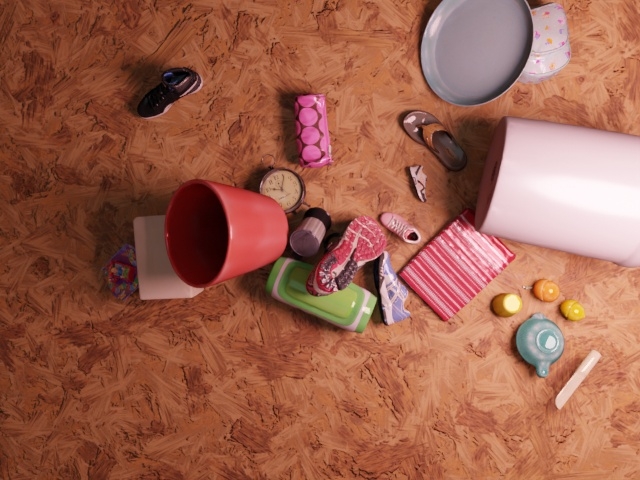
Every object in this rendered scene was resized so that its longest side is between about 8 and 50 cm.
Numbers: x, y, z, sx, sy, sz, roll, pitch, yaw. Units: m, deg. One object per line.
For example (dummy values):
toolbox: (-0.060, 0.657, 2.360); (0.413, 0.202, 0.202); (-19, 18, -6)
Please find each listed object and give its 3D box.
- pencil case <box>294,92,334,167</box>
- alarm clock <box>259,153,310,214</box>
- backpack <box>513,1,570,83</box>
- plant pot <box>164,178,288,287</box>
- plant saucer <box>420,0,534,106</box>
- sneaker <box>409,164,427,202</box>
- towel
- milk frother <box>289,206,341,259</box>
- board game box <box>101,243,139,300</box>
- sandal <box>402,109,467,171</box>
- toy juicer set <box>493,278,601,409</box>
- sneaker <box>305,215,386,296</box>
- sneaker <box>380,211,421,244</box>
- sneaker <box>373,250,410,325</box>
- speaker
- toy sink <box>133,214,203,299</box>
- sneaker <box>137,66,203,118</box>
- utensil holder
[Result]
pencil case: (-0.018, -0.310, 1.562); (0.098, 0.095, 0.210); (-6, 93, 41)
alarm clock: (-0.115, -0.159, 1.587); (0.129, 0.064, 0.192); (-25, 91, 6)
backpack: (0.574, -0.519, 1.475); (0.165, 0.144, 0.189); (-16, 93, 0)
plant pot: (-0.236, -0.023, 1.469); (0.274, 0.243, 0.275); (4, 97, 39)
plant saucer: (0.413, -0.515, 1.469); (0.317, 0.043, 0.318); (6, 100, 40)
sneaker: (0.283, -0.160, 1.560); (0.043, 0.040, 0.109); (-16, 90, 4)
towel: (0.384, 0.067, 1.560); (0.275, 0.031, 0.199); (-45, 89, 7)
milk frother: (0.000, 0.000, 1.542); (0.143, 0.135, 0.129); (16, 124, 9)
board game box: (-0.583, 0.095, 1.618); (0.168, 0.033, 0.133); (-38, 73, 26)
sandal: (0.321, -0.279, 1.543); (0.090, 0.060, 0.219); (-42, 87, 5)
toy juicer set: (0.635, 0.260, 1.517); (0.209, 0.089, 0.329); (-26, 80, -7)
sneaker: (0.066, 0.037, 1.499); (0.299, 0.112, 0.121); (-40, 94, -36)
sneaker: (0.226, -0.035, 1.553); (0.134, 0.070, 0.051); (36, 96, 5)
sneaker: (0.198, 0.130, 1.562); (0.081, 0.080, 0.211); (-10, 98, -3)
speaker: (0.001, 0.150, 1.552); (0.296, 0.131, 0.131); (23, 93, 5)
toy sink: (-0.429, 0.041, 1.589); (0.152, 0.131, 0.234); (-4, 96, 6)
sneaker: (-0.450, -0.430, 1.585); (0.216, 0.121, 0.079); (-30, 87, 5)
utensil holder: (0.615, -0.131, 1.391); (0.385, 0.327, 0.328); (13, 92, 8)
